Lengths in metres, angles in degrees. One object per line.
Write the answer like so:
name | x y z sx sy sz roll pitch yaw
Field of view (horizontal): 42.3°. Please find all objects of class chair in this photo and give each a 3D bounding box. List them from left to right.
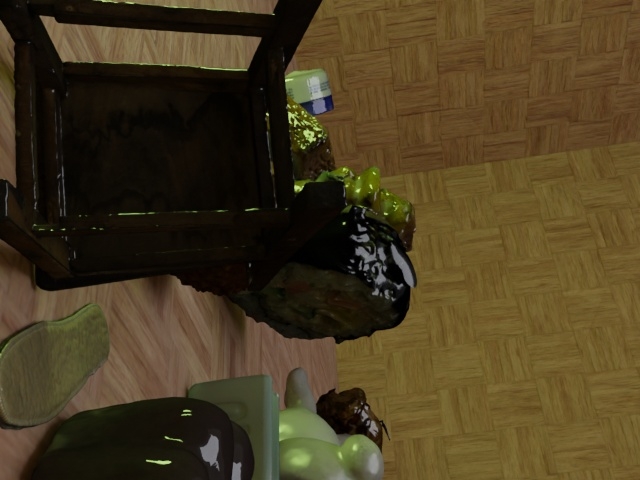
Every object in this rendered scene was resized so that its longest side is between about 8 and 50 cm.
chair | -0.146 -0.063 0.735 0.416 0.241 0.203 136 -52 -73

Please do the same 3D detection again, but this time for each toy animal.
toy animal | -0.021 0.335 1.260 0.196 0.241 0.367 60 4 -8

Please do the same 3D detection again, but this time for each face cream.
face cream | -0.076 -0.348 1.997 0.206 0.206 0.111 -74 152 -78

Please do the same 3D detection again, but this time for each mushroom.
mushroom | 0.071 0.520 1.709 0.331 0.334 0.356 -31 -147 60

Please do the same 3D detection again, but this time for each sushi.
sushi | 0.000 0.000 1.465 0.329 0.328 0.285 32 58 -35

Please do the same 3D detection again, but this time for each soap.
soap | -0.115 0.276 1.070 0.198 0.119 0.066 -93 173 -45

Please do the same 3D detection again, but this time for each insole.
insole | -0.223 0.103 0.715 0.248 0.011 0.081 -61 143 -82

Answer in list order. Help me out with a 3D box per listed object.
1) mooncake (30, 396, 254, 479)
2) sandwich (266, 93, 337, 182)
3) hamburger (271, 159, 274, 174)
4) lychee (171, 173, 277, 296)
mooncake | -0.132 0.288 0.696 0.306 0.154 0.306 -10 90 -83
sandwich | -0.068 -0.191 1.756 0.254 0.099 0.288 37 -18 29
hamburger | -0.121 -0.066 1.666 0.214 0.108 0.213 -5 90 -80
lychee | -0.126 -0.028 1.047 0.238 0.200 0.200 81 2 -79
